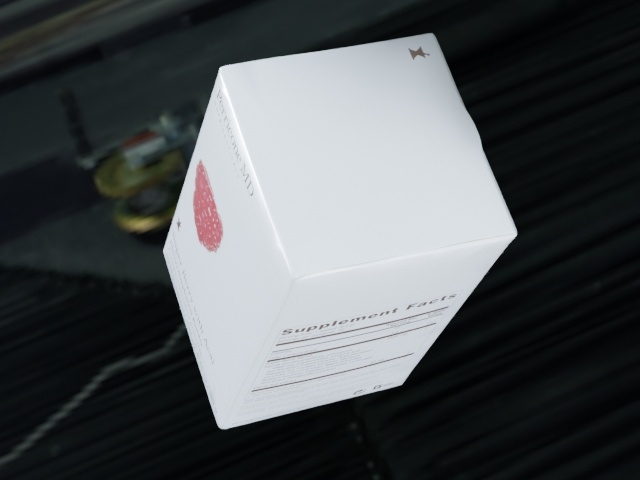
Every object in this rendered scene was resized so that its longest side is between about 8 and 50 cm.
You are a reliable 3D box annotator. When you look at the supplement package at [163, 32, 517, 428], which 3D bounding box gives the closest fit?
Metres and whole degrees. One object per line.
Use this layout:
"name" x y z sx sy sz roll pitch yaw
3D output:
"supplement package" 0.000 0.000 1.166 0.293 0.175 0.178 117 138 -59
